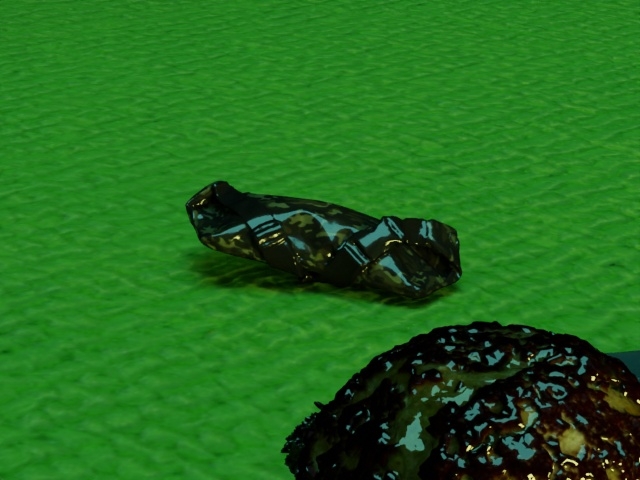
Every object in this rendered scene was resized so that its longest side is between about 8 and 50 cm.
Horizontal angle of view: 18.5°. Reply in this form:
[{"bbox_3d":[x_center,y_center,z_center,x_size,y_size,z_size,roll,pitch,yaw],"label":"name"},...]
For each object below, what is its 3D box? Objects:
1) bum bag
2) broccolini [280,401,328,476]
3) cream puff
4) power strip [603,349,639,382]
[{"bbox_3d":[0.000,0.001,1.686,0.248,0.069,0.102,10,44,11],"label":"bum bag"},{"bbox_3d":[0.034,0.133,1.364,0.074,0.058,0.201,22,8,13],"label":"broccolini"},{"bbox_3d":[0.103,0.138,1.141,0.239,0.165,0.239,-1,18,0],"label":"cream puff"},{"bbox_3d":[0.221,0.106,1.449,0.123,0.032,0.056,-3,19,-12],"label":"power strip"}]
